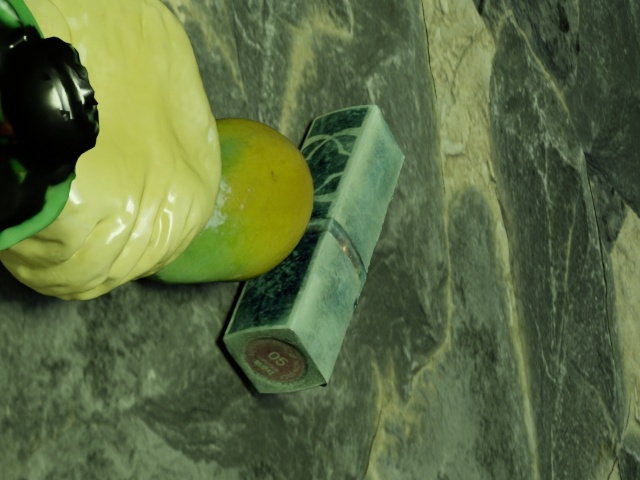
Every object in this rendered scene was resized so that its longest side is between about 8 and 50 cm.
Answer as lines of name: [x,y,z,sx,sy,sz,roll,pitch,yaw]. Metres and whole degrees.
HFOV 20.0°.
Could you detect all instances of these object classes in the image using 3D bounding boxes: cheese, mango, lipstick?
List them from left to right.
cheese: [-0.165,-0.075,1.230,0.214,0.117,0.226,-19,94,-62]
mango: [-0.077,-0.026,1.401,0.195,0.092,0.130,-41,118,-47]
lipstick: [0.000,0.000,1.528,0.076,0.077,0.289,58,34,-31]

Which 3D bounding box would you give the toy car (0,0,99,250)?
toy car: [-0.267,-0.159,1.010,0.176,0.213,0.358,-121,-169,-69]
